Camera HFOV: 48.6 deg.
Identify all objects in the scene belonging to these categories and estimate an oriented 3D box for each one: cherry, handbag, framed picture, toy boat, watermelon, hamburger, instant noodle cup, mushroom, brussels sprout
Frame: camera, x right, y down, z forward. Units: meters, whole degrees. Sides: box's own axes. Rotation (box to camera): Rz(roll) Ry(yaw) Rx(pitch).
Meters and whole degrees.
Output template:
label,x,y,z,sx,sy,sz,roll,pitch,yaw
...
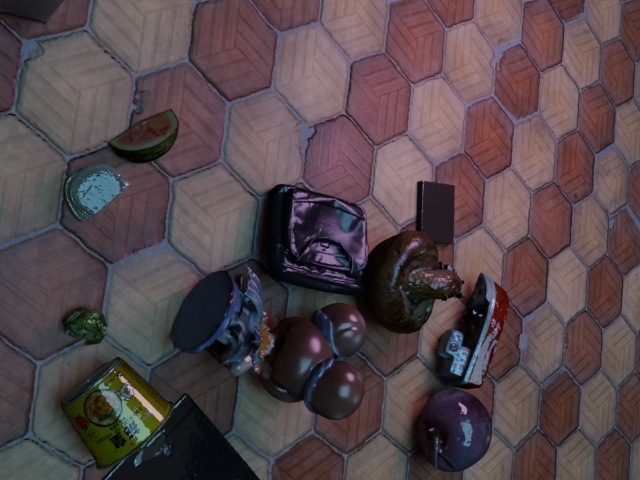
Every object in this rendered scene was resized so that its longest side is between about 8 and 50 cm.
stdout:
label,x,y,z,sx,sy,sz,roll,pitch,yaw
cherry,0.360,0.506,1.892,0.266,0.183,0.213,3,95,-52
handbag,0.000,0.000,1.676,0.275,0.088,0.244,17,65,-37
framed picture,-0.278,0.528,1.522,0.244,0.013,0.324,-46,114,-29
toy boat,0.420,0.244,1.980,0.133,0.145,0.332,25,71,-4
framed picture,0.322,-0.077,1.980,0.127,0.023,0.169,4,86,-36
watermelon,-0.349,-0.201,1.477,0.163,0.087,0.069,-36,146,-29
hamburger,-0.449,-0.104,1.393,0.121,0.054,0.084,-48,117,-19
instant noodle cup,-0.395,0.319,1.351,0.182,0.182,0.144,-43,103,-30
mushroom,0.224,0.107,1.794,0.283,0.195,0.263,13,89,-28
brussels sprout,-0.457,0.162,1.377,0.085,0.058,0.085,-11,124,-17

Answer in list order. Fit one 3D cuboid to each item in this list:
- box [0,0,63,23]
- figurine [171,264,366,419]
label,x,y,z,sx,sy,sz,roll,pitch,yaw
box,-0.533,-0.471,1.264,0.133,0.182,0.099,5,86,-33
figurine,-0.092,0.217,1.543,0.388,0.248,0.277,38,43,-32
